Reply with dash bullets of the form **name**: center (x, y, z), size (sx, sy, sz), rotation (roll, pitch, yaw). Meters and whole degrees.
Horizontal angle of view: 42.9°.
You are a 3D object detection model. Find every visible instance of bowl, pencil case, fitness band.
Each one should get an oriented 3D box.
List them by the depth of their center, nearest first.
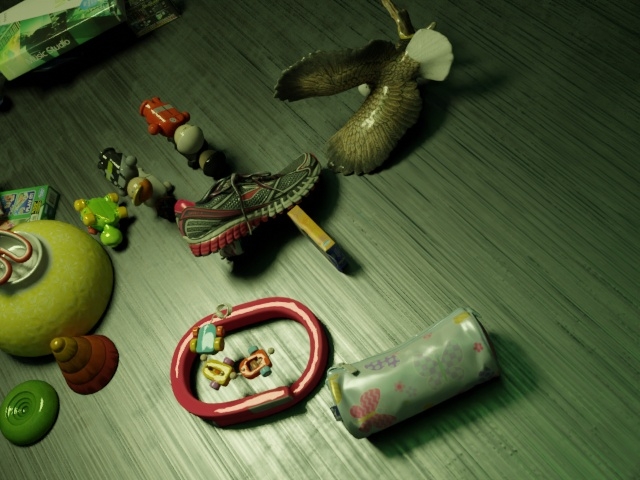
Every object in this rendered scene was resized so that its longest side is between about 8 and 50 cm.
- **pencil case**: center (0.145, 0.210, 1.291), size (0.273, 0.113, 0.124), rotation (-25, 78, 6)
- **fitness band**: center (-0.128, 0.211, 1.443), size (0.290, 0.054, 0.209), rotation (-17, 55, 12)
- **bowl**: center (-0.572, 0.066, 1.600), size (0.289, 0.156, 0.289), rotation (-3, 61, 6)

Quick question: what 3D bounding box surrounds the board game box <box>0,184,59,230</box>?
- **board game box**: center (-0.700, 0.037, 1.772), size (0.213, 0.046, 0.317), rotation (-6, 61, 18)

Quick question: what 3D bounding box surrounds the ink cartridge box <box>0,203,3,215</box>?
- **ink cartridge box**: center (-0.769, -0.091, 1.791), size (0.109, 0.063, 0.150), rotation (-30, 42, -6)

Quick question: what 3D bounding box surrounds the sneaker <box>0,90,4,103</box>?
- **sneaker**: center (-0.926, -0.307, 2.024), size (0.330, 0.130, 0.147), rotation (-13, 73, 19)

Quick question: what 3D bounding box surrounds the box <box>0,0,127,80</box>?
- **box**: center (-0.619, -0.532, 1.938), size (0.322, 0.058, 0.232), rotation (-26, 48, 8)

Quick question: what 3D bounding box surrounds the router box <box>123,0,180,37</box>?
- **router box**: center (-0.411, -0.552, 1.951), size (0.122, 0.092, 0.038), rotation (-24, 56, 7)

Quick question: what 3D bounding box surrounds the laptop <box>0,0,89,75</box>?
- **laptop**: center (-0.706, -0.510, 2.016), size (0.234, 0.136, 0.264), rotation (1, 79, 22)

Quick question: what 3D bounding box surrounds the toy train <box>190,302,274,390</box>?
- **toy train**: center (-0.151, 0.193, 1.405), size (0.125, 0.046, 0.166), rotation (-38, 56, -4)

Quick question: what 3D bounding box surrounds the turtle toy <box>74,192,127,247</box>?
- **turtle toy**: center (-0.452, -0.041, 1.696), size (0.095, 0.066, 0.130), rotation (-14, 47, -32)

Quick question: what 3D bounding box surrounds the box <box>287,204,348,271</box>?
- **box**: center (0.000, 0.000, 1.486), size (0.028, 0.081, 0.136), rotation (-43, 56, -6)

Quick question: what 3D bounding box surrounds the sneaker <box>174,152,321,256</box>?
- **sneaker**: center (-0.128, -0.085, 1.520), size (0.299, 0.112, 0.121), rotation (-33, 14, -20)

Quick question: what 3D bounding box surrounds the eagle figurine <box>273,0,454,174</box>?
- **eagle figurine**: center (0.096, -0.293, 1.554), size (0.298, 0.225, 0.226), rotation (-42, 65, -17)

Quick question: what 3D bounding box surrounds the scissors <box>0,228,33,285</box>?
- **scissors**: center (-0.685, -0.004, 1.540), size (0.297, 0.021, 0.109), rotation (22, 71, 13)

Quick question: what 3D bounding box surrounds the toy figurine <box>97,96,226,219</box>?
- **toy figurine**: center (-0.310, -0.153, 1.624), size (0.148, 0.213, 0.209), rotation (40, 85, 17)

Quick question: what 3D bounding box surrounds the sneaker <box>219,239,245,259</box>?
- **sneaker**: center (-0.191, -0.008, 1.594), size (0.069, 0.038, 0.098), rotation (-22, 56, 9)

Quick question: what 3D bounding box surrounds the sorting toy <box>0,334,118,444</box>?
- **sorting toy**: center (-0.561, 0.290, 1.527), size (0.365, 0.126, 0.127), rotation (-38, 56, -2)
